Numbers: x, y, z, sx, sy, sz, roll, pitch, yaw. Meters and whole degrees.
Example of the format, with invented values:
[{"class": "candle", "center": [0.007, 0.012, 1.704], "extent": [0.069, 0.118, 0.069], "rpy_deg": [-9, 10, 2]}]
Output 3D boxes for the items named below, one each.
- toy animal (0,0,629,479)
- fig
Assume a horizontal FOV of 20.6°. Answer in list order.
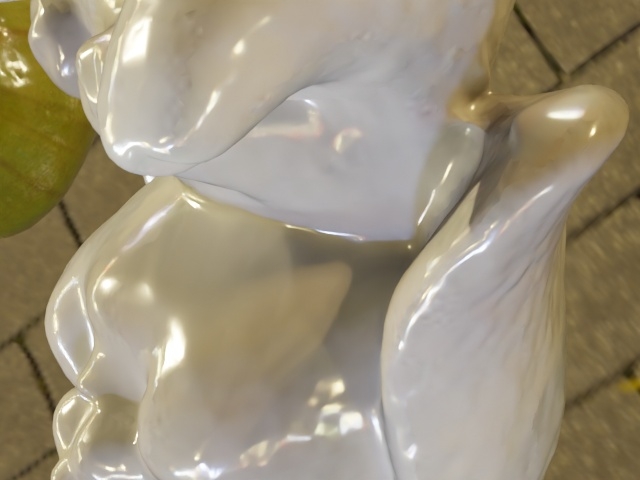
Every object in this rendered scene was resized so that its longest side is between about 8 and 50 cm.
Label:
[{"class": "toy animal", "center": [0.000, 0.000, 0.599], "extent": [0.271, 0.206, 0.265], "rpy_deg": [34, 134, 58]}, {"class": "fig", "center": [-0.173, -0.068, 0.750], "extent": [0.124, 0.236, 0.124], "rpy_deg": [-1, 84, 10]}]
